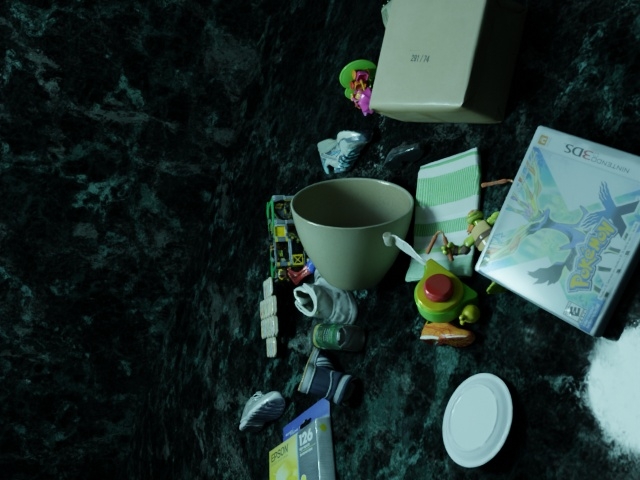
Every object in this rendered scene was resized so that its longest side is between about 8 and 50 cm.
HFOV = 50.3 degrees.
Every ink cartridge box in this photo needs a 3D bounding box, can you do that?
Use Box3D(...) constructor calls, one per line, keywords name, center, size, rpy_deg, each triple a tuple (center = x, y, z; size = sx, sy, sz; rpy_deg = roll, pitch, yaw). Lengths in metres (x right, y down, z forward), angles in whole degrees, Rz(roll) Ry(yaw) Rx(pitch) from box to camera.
Box3D(name="ink cartridge box", center=(-0.062, 0.655, 2.040), size=(0.303, 0.072, 0.307), rpy_deg=(-48, 38, 43))

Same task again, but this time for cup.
Box3D(name="cup", center=(0.088, -0.004, 1.883), size=(0.331, 0.331, 0.237), rpy_deg=(-125, 29, -58))

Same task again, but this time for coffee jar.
Box3D(name="coffee jar", center=(0.046, 0.283, 1.997), size=(0.184, 0.096, 0.079), rpy_deg=(-12, 70, 60))

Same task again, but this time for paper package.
Box3D(name="paper package", center=(0.310, -0.457, 1.704), size=(0.325, 0.168, 0.309), rpy_deg=(14, 94, 50))

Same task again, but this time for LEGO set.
Box3D(name="LEGO set", center=(-0.075, -0.018, 2.366), size=(0.255, 0.192, 0.331), rpy_deg=(115, 150, -69))

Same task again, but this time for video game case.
Box3D(name="video game case", center=(0.476, -0.029, 1.309), size=(0.300, 0.036, 0.329), rpy_deg=(34, 107, 48))

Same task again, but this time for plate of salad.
Box3D(name="plate of salad", center=(0.334, 0.379, 1.435), size=(0.200, 0.048, 0.200), rpy_deg=(-43, 31, 35))

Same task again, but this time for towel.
Box3D(name="towel", center=(0.312, -0.059, 1.730), size=(0.248, 0.038, 0.325), rpy_deg=(-14, 64, 60))

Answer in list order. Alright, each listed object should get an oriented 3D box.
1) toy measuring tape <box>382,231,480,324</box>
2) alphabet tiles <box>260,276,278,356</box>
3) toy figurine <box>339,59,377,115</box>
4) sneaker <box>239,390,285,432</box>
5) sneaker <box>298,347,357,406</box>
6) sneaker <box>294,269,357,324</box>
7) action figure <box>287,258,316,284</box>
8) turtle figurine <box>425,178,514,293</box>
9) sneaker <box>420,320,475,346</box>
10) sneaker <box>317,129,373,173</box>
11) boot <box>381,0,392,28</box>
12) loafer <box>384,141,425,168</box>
Box3D(name="toy measuring tape", center=(0.236, 0.100, 1.607), size=(0.330, 0.121, 0.121), rpy_deg=(39, 113, 36))
Box3D(name="alphabet tiles", center=(-0.185, 0.276, 2.429), size=(0.284, 0.021, 0.278), rpy_deg=(144, 123, -73))
Box3D(name="toy figurine", center=(0.140, -0.475, 2.239), size=(0.173, 0.130, 0.159), rpy_deg=(105, 155, -55))
Box3D(name="sneaker", center=(-0.210, 0.564, 2.336), size=(0.281, 0.105, 0.115), rpy_deg=(-45, 38, 45))
Box3D(name="sneaker", center=(0.029, 0.398, 1.990), size=(0.282, 0.153, 0.099), rpy_deg=(-45, -28, -81))
Box3D(name="sneaker", center=(-0.006, 0.146, 2.097), size=(0.108, 0.169, 0.292), rpy_deg=(-67, 26, 19))
Box3D(name="action figure", center=(0.000, 0.000, 2.113), size=(0.280, 0.139, 0.091), rpy_deg=(-35, 14, 4))
Box3D(name="turtle figurine", center=(0.368, 0.011, 1.522), size=(0.269, 0.087, 0.217), rpy_deg=(-42, 49, 28))
Box3D(name="sneaker", center=(0.295, 0.210, 1.590), size=(0.175, 0.064, 0.067), rpy_deg=(-5, 61, 59))
Box3D(name="sneaker", center=(0.092, -0.289, 2.250), size=(0.283, 0.110, 0.122), rpy_deg=(-15, 81, 63))
Box3D(name="boot", center=(0.266, -0.792, 2.188), size=(0.165, 0.077, 0.213), rpy_deg=(-27, 53, 60))
Box3D(name="loafer", center=(0.241, -0.257, 1.955), size=(0.170, 0.062, 0.061), rpy_deg=(-13, 59, 59))
